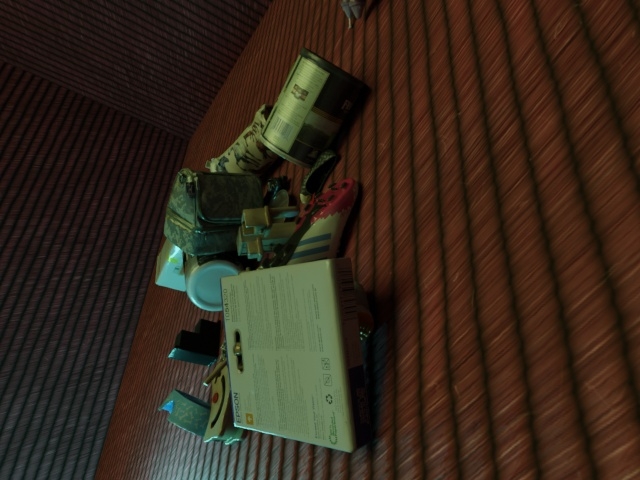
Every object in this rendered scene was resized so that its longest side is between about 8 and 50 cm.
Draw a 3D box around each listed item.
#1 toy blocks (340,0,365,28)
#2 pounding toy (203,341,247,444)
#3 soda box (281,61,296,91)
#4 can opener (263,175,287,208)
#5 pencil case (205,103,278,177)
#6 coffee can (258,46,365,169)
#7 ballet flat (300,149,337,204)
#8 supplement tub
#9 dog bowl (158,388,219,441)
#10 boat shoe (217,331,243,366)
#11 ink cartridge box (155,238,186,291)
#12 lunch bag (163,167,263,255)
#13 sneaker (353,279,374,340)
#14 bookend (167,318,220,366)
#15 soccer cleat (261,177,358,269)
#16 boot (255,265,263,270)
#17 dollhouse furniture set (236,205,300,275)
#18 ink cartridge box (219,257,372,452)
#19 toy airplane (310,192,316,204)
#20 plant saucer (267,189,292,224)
[{"bbox_3d":[0.122,-0.813,1.378,0.288,0.308,0.260,-131,31,-73],"label":"toy blocks"},{"bbox_3d":[-0.278,0.413,1.254,0.154,0.154,0.270,-16,58,54],"label":"pounding toy"},{"bbox_3d":[-0.104,-0.595,1.763,0.058,0.061,0.181,24,92,65],"label":"soda box"},{"bbox_3d":[-0.170,-0.149,1.575,0.186,0.073,0.059,-57,44,39],"label":"can opener"},{"bbox_3d":[-0.261,-0.334,1.703,0.410,0.183,0.160,-35,44,40],"label":"pencil case"},{"bbox_3d":[-0.027,-0.371,1.297,0.275,0.201,0.201,-59,28,20],"label":"coffee can"},{"bbox_3d":[-0.009,-0.178,1.283,0.173,0.057,0.049,-62,25,14],"label":"ballet flat"},{"bbox_3d":[-0.390,0.088,1.648,0.207,0.207,0.338,-63,26,13],"label":"supplement tub"},{"bbox_3d":[-0.387,0.526,1.389,0.297,0.166,0.074,-12,48,60],"label":"dog bowl"},{"bbox_3d":[-0.252,0.319,1.360,0.254,0.079,0.095,-48,34,37],"label":"boat shoe"},{"bbox_3d":[-0.685,0.020,2.308,0.385,0.160,0.279,-57,28,22],"label":"ink cartridge box"},{"bbox_3d":[-0.346,-0.108,1.509,0.212,0.305,0.256,28,113,38],"label":"lunch bag"},{"bbox_3d":[0.013,0.182,0.960,0.262,0.099,0.121,-40,30,32],"label":"sneaker"},{"bbox_3d":[-0.445,0.349,1.619,0.072,0.157,0.156,-48,34,35],"label":"bookend"},{"bbox_3d":[0.000,0.000,1.096,0.331,0.143,0.116,-50,22,-16],"label":"soccer cleat"},{"bbox_3d":[-0.176,0.144,1.377,0.158,0.059,0.085,-61,29,34],"label":"boot"},{"bbox_3d":[-0.103,0.130,1.176,0.303,0.173,0.356,121,139,-63],"label":"dollhouse furniture set"},{"bbox_3d":[-0.062,0.212,0.887,0.330,0.071,0.324,-11,84,44],"label":"ink cartridge box"},{"bbox_3d":[-0.020,-0.072,1.225,0.151,0.028,0.151,-167,90,-87],"label":"toy airplane"},{"bbox_3d":[-0.139,-0.067,1.476,0.198,0.036,0.199,-41,38,43],"label":"plant saucer"}]
